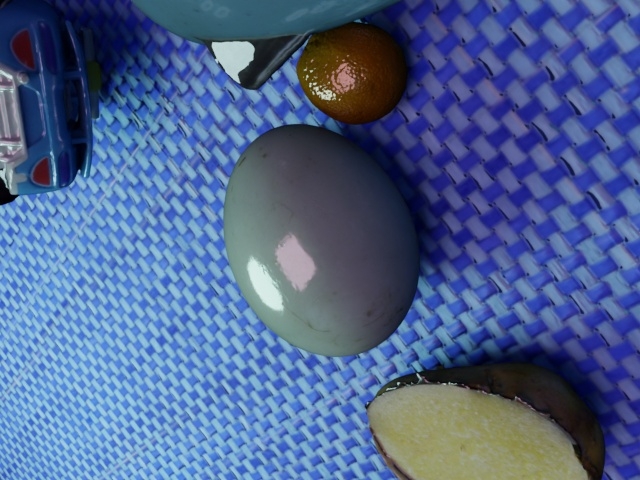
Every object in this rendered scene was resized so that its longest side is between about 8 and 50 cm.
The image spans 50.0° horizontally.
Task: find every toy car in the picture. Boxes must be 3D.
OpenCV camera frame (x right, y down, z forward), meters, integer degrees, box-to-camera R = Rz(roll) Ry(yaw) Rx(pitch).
[{"bbox_3d":[-0.308,-0.166,0.684,0.314,0.166,0.198,39,133,51],"label":"toy car"}]

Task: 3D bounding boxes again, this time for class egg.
[{"bbox_3d":[0.000,0.000,0.550,0.149,0.149,0.192,-17,96,39],"label":"egg"}]

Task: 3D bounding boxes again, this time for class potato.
[{"bbox_3d":[0.138,0.154,0.578,0.200,0.081,0.164,-13,112,41],"label":"potato"}]

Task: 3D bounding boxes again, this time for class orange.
[{"bbox_3d":[0.024,-0.128,0.520,0.085,0.085,0.085,15,120,28],"label":"orange"}]

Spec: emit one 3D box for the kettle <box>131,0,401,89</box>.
[{"bbox_3d":[-0.021,-0.276,0.399,0.342,0.247,0.319,-21,81,48],"label":"kettle"}]
